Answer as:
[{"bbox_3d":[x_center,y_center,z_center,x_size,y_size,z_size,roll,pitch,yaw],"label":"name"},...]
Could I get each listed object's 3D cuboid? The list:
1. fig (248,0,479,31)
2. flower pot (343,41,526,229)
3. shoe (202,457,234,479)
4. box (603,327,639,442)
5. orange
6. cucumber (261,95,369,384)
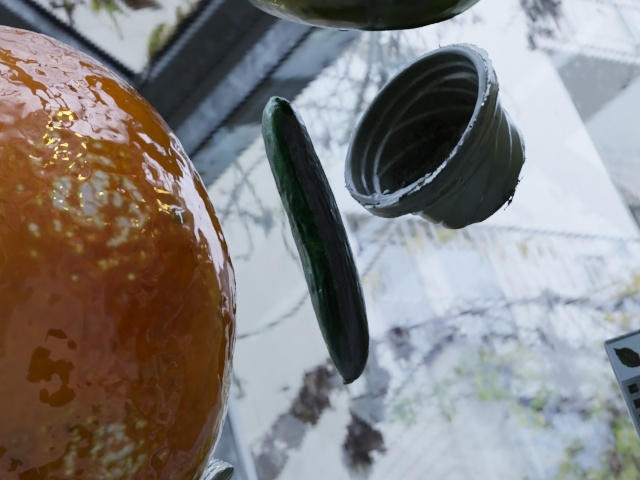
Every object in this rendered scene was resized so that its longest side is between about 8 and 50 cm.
[{"bbox_3d":[0.033,-0.346,1.198,0.316,0.316,0.316,-12,-36,-8],"label":"fig"},{"bbox_3d":[0.151,-0.105,1.570,0.140,0.235,0.235,34,-58,-28],"label":"flower pot"},{"bbox_3d":[-0.159,0.262,1.472,0.071,0.099,0.169,-40,-10,-34],"label":"shoe"},{"bbox_3d":[0.563,0.171,1.771,0.324,0.180,0.047,-18,-22,3],"label":"box"},{"bbox_3d":[-0.262,0.059,0.938,0.424,0.424,0.326,-40,-23,29],"label":"orange"},{"bbox_3d":[0.000,0.000,1.256,0.056,0.284,0.056,-16,6,2],"label":"cucumber"}]
